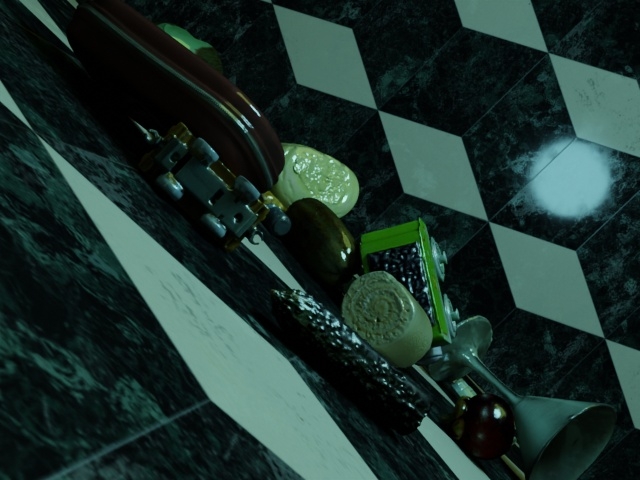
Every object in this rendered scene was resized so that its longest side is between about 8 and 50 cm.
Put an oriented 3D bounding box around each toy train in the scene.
[{"bbox_3d":[0.183,0.106,1.816,0.249,0.173,0.307,36,42,-68],"label":"toy train"},{"bbox_3d":[-0.164,-0.075,1.207,0.219,0.089,0.127,44,-6,-15],"label":"toy train"}]

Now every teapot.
[{"bbox_3d":[-0.103,-0.042,1.846,0.083,0.063,0.049,-133,-152,-55],"label":"teapot"}]

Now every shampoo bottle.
[{"bbox_3d":[0.417,0.447,2.223,0.212,0.049,0.072,48,8,29],"label":"shampoo bottle"}]

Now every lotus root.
[{"bbox_3d":[0.000,0.000,1.858,0.241,0.124,0.123,51,-6,32],"label":"lotus root"}]

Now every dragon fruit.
[{"bbox_3d":[-0.296,-0.341,1.753,0.295,0.130,0.268,15,46,-48],"label":"dragon fruit"}]

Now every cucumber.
[{"bbox_3d":[0.035,0.149,1.106,0.300,0.072,0.072,44,4,-25],"label":"cucumber"}]

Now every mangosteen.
[{"bbox_3d":[0.294,0.344,1.611,0.140,0.140,0.140,46,4,-4],"label":"mangosteen"}]

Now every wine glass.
[{"bbox_3d":[0.457,0.374,2.036,0.267,0.267,0.406,42,1,-45],"label":"wine glass"}]

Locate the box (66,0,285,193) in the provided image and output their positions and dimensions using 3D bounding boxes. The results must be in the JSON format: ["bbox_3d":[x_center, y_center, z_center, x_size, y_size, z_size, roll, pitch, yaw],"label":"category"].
[{"bbox_3d":[-0.227,-0.219,1.338,0.404,0.108,0.263,38,-12,22],"label":"box"}]

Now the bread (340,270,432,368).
[{"bbox_3d":[0.122,0.148,1.583,0.148,0.134,0.141,63,8,33],"label":"bread"}]

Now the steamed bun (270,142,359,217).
[{"bbox_3d":[-0.052,-0.123,2.098,0.273,0.166,0.232,23,-16,-35],"label":"steamed bun"}]

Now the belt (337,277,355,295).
[{"bbox_3d":[0.067,0.109,1.963,0.179,0.065,0.100,42,-4,-19],"label":"belt"}]

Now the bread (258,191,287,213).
[{"bbox_3d":[-0.105,-0.067,1.958,0.132,0.053,0.074,46,4,-34],"label":"bread"}]
